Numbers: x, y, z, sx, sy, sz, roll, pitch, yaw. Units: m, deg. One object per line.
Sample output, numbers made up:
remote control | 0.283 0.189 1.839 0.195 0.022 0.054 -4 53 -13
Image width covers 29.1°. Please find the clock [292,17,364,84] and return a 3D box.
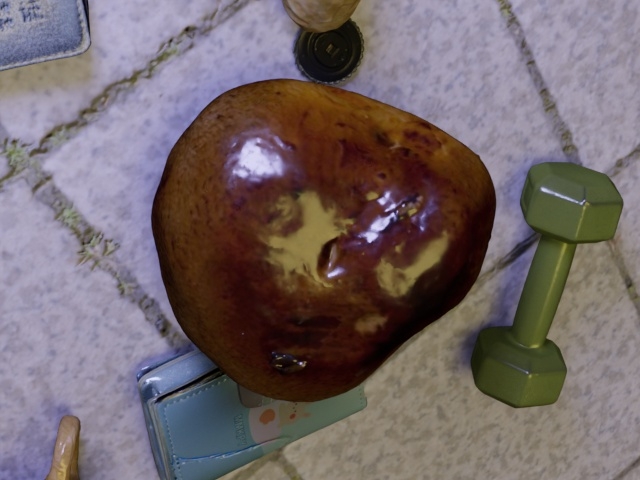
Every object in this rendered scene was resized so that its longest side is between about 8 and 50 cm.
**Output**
clock | 0.010 -0.194 1.253 0.083 0.010 0.074 34 96 -39

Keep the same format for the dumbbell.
dumbbell | 0.268 0.057 1.485 0.108 0.121 0.302 12 112 -4

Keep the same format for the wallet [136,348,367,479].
wallet | -0.072 0.172 1.372 0.250 0.075 0.176 -22 129 -19

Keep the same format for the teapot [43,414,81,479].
teapot | -0.281 0.334 1.299 0.203 0.167 0.311 5 94 -7

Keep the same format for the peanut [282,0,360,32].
peanut | 0.008 -0.285 1.151 0.089 0.089 0.193 -11 121 -25

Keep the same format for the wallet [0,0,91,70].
wallet | -0.308 -0.213 1.039 0.222 0.036 0.167 -18 124 -21

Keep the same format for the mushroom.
mushroom | 0.000 0.000 1.252 0.345 0.259 0.345 -1 104 -2
